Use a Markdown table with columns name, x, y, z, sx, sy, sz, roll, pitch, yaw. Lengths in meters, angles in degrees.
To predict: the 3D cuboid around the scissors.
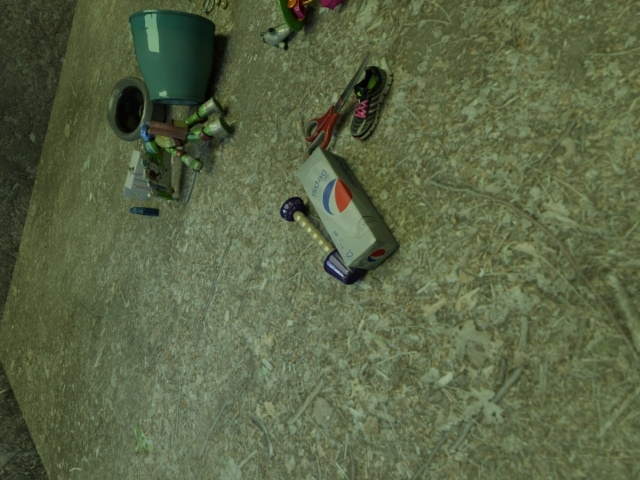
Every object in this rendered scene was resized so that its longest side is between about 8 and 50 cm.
| name | x | y | z | sx | sy | sz | roll | pitch | yaw |
| --- | --- | --- | --- | --- | --- | --- | --- | --- | --- |
| scissors | 0.044 | -0.309 | 1.028 | 0.297 | 0.021 | 0.109 | -38 | 54 | 44 |

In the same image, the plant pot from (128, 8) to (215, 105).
| name | x | y | z | sx | sy | sz | roll | pitch | yaw |
| --- | --- | --- | --- | --- | --- | --- | --- | --- | --- |
| plant pot | -0.485 | -0.593 | 1.438 | 0.271 | 0.271 | 0.256 | 10 | 105 | 42 |

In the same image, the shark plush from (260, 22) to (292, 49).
| name | x | y | z | sx | sy | sz | roll | pitch | yaw |
| --- | --- | --- | --- | --- | --- | --- | --- | --- | --- |
| shark plush | -0.129 | -0.607 | 1.266 | 0.067 | 0.073 | 0.161 | -56 | 28 | -5 |

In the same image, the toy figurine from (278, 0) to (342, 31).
| name | x | y | z | sx | sy | sz | roll | pitch | yaw |
| --- | --- | --- | --- | --- | --- | --- | --- | --- | --- |
| toy figurine | -0.009 | -0.655 | 1.122 | 0.159 | 0.130 | 0.173 | -2 | 70 | 29 |

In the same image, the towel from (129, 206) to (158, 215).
| name | x | y | z | sx | sy | sz | roll | pitch | yaw |
| --- | --- | --- | --- | --- | --- | --- | --- | --- | --- |
| towel | -0.676 | -0.113 | 1.637 | 0.119 | 0.067 | 0.029 | 6 | 89 | 42 |

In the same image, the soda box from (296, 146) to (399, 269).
| name | x | y | z | sx | sy | sz | roll | pitch | yaw |
| --- | --- | --- | --- | --- | --- | --- | --- | --- | --- |
| soda box | 0.055 | -0.074 | 0.962 | 0.091 | 0.098 | 0.286 | -44 | 56 | 27 |

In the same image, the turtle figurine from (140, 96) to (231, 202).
| name | x | y | z | sx | sy | sz | roll | pitch | yaw |
| --- | --- | --- | --- | --- | --- | --- | --- | --- | --- |
| turtle figurine | -0.416 | -0.328 | 1.421 | 0.266 | 0.275 | 0.198 | -26 | 33 | 11 |

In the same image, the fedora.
| name | x | y | z | sx | sy | sz | roll | pitch | yaw |
| --- | --- | --- | --- | --- | --- | --- | --- | --- | --- |
| fedora | -0.712 | -0.507 | 1.697 | 0.275 | 0.124 | 0.244 | 24 | 101 | 33 |

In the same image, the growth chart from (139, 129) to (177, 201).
| name | x | y | z | sx | sy | sz | roll | pitch | yaw |
| --- | --- | --- | --- | --- | --- | --- | --- | --- | --- |
| growth chart | -0.550 | -0.251 | 1.457 | 0.021 | 0.172 | 0.238 | 0 | 95 | 18 |

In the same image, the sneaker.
| name | x | y | z | sx | sy | sz | roll | pitch | yaw |
| --- | --- | --- | --- | --- | --- | --- | --- | --- | --- |
| sneaker | 0.101 | -0.318 | 0.976 | 0.063 | 0.074 | 0.171 | 33 | 105 | 40 |

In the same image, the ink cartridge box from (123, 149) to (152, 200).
| name | x | y | z | sx | sy | sz | roll | pitch | yaw |
| --- | --- | --- | --- | --- | --- | --- | --- | --- | --- |
| ink cartridge box | -0.673 | -0.241 | 1.631 | 0.061 | 0.104 | 0.182 | 22 | 98 | 42 |

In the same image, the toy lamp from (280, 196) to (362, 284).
| name | x | y | z | sx | sy | sz | roll | pitch | yaw |
| --- | --- | --- | --- | --- | --- | --- | --- | --- | --- |
| toy lamp | 0.000 | 0.000 | 1.013 | 0.080 | 0.080 | 0.275 | -57 | 49 | 19 |

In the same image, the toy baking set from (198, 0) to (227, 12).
| name | x | y | z | sx | sy | sz | roll | pitch | yaw |
| --- | --- | --- | --- | --- | --- | --- | --- | --- | --- |
| toy baking set | -0.365 | -0.915 | 1.522 | 0.256 | 0.030 | 0.197 | 15 | 93 | 42 |
